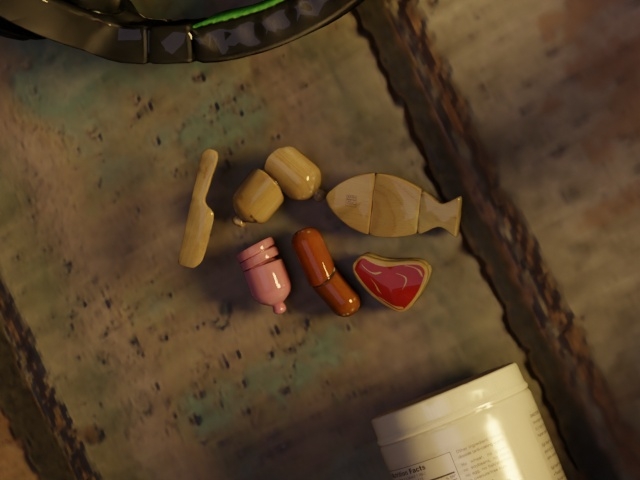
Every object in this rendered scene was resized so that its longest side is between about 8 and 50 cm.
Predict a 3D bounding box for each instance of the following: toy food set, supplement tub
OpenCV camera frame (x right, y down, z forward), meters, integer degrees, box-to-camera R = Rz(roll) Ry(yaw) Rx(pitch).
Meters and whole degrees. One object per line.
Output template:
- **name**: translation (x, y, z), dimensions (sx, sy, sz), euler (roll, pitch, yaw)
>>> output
- **toy food set**: translation (0.000, 0.000, 0.792), dimensions (0.122, 0.019, 0.078), euler (16, 102, 13)
- **supplement tub**: translation (0.072, 0.113, 0.742), dimensions (0.071, 0.071, 0.107), euler (-24, 85, 23)

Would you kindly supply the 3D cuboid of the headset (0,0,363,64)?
- **headset**: translation (-0.127, -0.209, 0.786), dimensions (0.394, 0.185, 0.243), euler (5, 101, 8)
